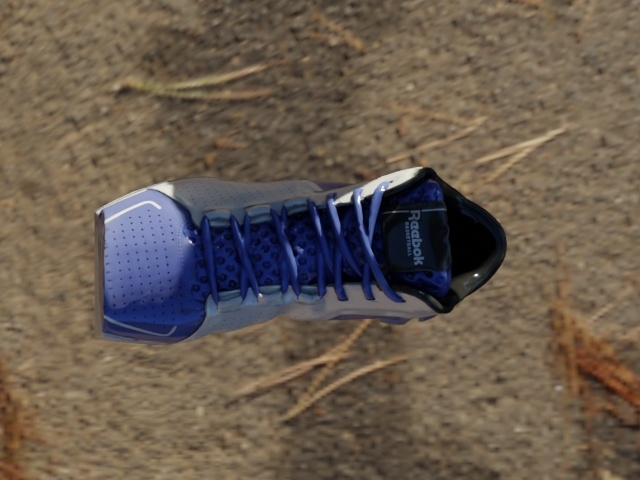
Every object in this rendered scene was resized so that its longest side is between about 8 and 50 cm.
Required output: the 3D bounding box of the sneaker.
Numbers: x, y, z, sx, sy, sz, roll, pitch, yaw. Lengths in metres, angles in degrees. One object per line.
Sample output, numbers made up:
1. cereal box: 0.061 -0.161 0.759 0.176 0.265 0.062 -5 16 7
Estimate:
1. sneaker: 0.001 0.000 1.245 0.315 0.182 0.127 -2 82 -23
